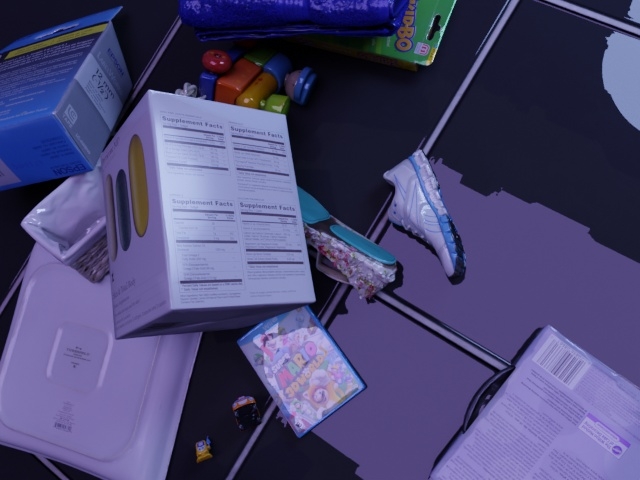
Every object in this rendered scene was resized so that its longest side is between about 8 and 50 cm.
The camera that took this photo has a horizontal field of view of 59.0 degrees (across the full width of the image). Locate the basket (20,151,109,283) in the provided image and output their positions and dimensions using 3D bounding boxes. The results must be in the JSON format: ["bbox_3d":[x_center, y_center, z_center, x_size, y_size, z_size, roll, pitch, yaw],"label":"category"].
[{"bbox_3d":[-0.341,-0.032,0.868,0.113,0.103,0.167,33,70,23],"label":"basket"}]

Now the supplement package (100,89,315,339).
[{"bbox_3d":[-0.158,-0.021,0.752,0.199,0.198,0.263,-26,68,49],"label":"supplement package"}]

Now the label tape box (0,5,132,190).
[{"bbox_3d":[-0.458,-0.239,0.942,0.249,0.115,0.348,-11,43,13],"label":"label tape box"}]

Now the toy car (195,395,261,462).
[{"bbox_3d":[-0.140,0.260,0.806,0.122,0.060,0.041,-31,41,0],"label":"toy car"}]

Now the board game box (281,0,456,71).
[{"bbox_3d":[0.070,-0.348,0.882,0.259,0.039,0.124,19,84,20],"label":"board game box"}]

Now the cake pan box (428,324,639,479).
[{"bbox_3d":[0.300,0.272,0.680,0.266,0.070,0.246,37,88,18],"label":"cake pan box"}]

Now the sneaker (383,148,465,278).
[{"bbox_3d":[0.141,-0.028,0.788,0.082,0.071,0.191,-24,65,16],"label":"sneaker"}]

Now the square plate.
[{"bbox_3d":[-0.363,0.183,0.883,0.347,0.049,0.344,11,81,17],"label":"square plate"}]

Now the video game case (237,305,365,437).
[{"bbox_3d":[-0.030,0.177,0.813,0.119,0.015,0.166,-39,72,5],"label":"video game case"}]

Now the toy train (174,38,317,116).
[{"bbox_3d":[-0.110,-0.203,0.819,0.143,0.105,0.248,23,47,6],"label":"toy train"}]

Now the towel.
[{"bbox_3d":[-0.024,-0.351,0.816,0.308,0.076,0.228,7,40,15],"label":"towel"}]

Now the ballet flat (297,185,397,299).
[{"bbox_3d":[0.000,0.000,0.810,0.241,0.091,0.077,38,116,23],"label":"ballet flat"}]
